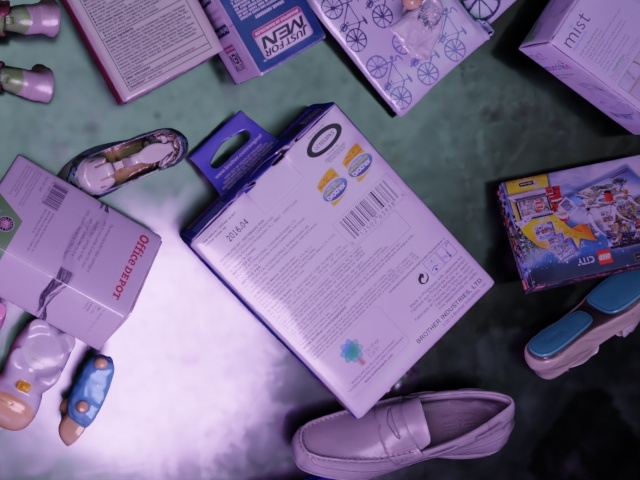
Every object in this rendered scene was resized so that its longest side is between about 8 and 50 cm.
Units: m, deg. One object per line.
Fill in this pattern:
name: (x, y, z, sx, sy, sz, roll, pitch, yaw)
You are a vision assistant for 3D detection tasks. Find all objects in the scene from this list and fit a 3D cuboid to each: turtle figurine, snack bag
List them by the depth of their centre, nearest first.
turtle figurine: (-0.483, -0.253, 1.525, 0.266, 0.275, 0.197, 1, 71, -32)
snack bag: (0.135, -0.398, 1.670, 0.342, 0.037, 0.323, -42, 106, -7)

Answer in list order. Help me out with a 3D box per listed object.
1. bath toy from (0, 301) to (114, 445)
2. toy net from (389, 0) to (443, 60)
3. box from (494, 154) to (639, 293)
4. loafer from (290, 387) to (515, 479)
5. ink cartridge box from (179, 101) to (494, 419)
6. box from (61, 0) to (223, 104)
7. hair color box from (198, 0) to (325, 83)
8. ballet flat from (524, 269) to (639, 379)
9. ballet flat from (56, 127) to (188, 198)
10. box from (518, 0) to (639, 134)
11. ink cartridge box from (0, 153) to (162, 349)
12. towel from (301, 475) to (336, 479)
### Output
bath toy: (-0.442, 0.132, 1.550, 0.348, 0.129, 0.151, 34, 73, -14)
toy net: (0.133, -0.362, 1.635, 0.122, 0.045, 0.232, -12, 102, -15)
box: (0.384, -0.025, 1.734, 0.233, 0.044, 0.159, -11, 75, -11)
loafer: (0.117, 0.258, 1.678, 0.320, 0.111, 0.112, -7, 53, -17)
ink cartridge box: (0.000, 0.000, 1.624, 0.270, 0.151, 0.395, -44, 103, -7)
box: (-0.249, -0.309, 1.557, 0.149, 0.127, 0.232, -29, 99, -9)
hair color box: (-0.137, -0.380, 1.553, 0.105, 0.174, 0.347, -31, 100, -10)
ballet flat: (0.407, 0.122, 1.769, 0.248, 0.086, 0.086, -32, 100, -7)
ballet flat: (-0.265, -0.103, 1.602, 0.188, 0.070, 0.070, -26, 99, -9)
box: (0.456, -0.319, 1.713, 0.231, 0.127, 0.262, 33, 87, -12)
ink cartridge box: (-0.333, 0.016, 1.542, 0.219, 0.160, 0.092, 32, 131, -13)
towel: (-0.006, 0.485, 1.705, 0.228, 0.076, 0.308, -17, 97, -18)
